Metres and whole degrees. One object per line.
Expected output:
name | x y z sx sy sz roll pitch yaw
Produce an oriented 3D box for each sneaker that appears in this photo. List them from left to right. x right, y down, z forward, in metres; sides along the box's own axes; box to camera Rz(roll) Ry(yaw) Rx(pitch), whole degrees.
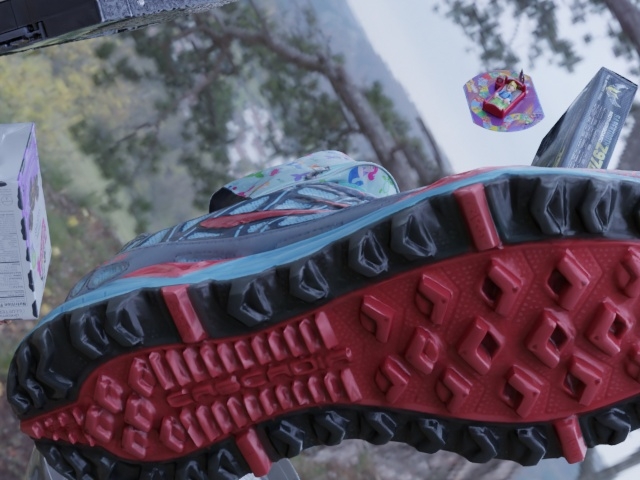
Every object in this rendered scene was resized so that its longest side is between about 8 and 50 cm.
sneaker | 0.019 0.009 0.374 0.125 0.262 0.104 -75 154 -59

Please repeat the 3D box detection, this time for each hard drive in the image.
hard drive | -0.240 -0.294 1.261 0.339 0.237 0.064 -30 109 -52

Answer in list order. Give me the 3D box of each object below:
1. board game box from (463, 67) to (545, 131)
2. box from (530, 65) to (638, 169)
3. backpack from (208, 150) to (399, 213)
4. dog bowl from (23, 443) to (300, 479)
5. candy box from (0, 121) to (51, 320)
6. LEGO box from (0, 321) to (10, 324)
board game box | 0.339 -0.271 1.897 0.033 0.133 0.168 85 -2 -50
box | 0.305 -0.080 1.293 0.059 0.232 0.183 28 -29 0
backpack | 0.000 0.000 1.374 0.191 0.254 0.225 18 -54 50
dog bowl | -0.182 0.298 1.189 0.349 0.102 0.348 28 23 -13
candy box | -0.386 -0.024 1.273 0.164 0.070 0.196 -104 -167 -58
LEGO box | -0.771 -0.028 1.608 0.500 0.373 0.193 46 44 -55
